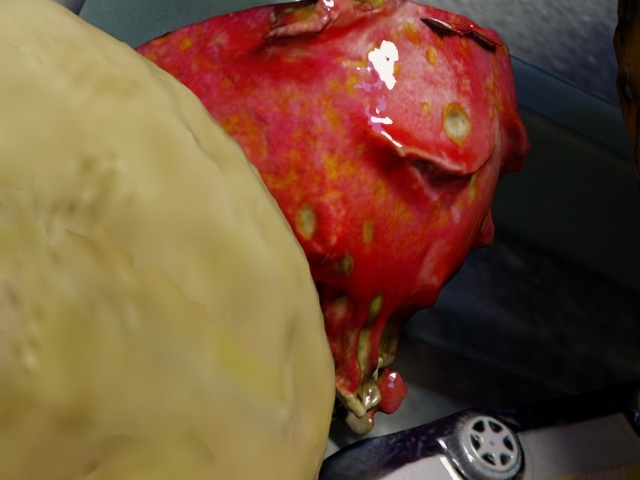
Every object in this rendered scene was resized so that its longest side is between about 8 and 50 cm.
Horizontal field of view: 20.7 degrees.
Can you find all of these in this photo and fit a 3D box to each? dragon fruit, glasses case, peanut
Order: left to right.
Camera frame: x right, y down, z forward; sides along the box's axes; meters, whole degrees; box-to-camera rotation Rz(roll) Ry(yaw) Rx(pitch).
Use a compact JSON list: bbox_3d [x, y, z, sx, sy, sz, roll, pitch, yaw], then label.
[{"bbox_3d":[-0.166,-0.027,0.429,0.387,0.169,0.192,33,4,-9],"label":"peanut"},{"bbox_3d":[0.000,0.000,0.545,0.153,0.153,0.111,0,68,-33],"label":"dragon fruit"},{"bbox_3d":[0.037,-0.055,0.688,0.266,0.056,0.105,25,16,-11],"label":"glasses case"}]

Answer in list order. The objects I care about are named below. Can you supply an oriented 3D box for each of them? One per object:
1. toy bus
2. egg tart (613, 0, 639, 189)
[{"bbox_3d":[0.074,0.088,0.556,0.172,0.057,0.072,-6,63,-38],"label":"toy bus"},{"bbox_3d":[0.230,-0.032,0.598,0.443,0.178,0.443,26,56,-47],"label":"egg tart"}]
